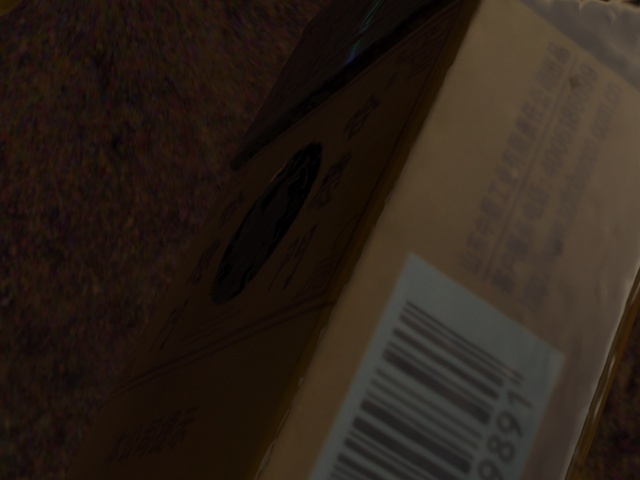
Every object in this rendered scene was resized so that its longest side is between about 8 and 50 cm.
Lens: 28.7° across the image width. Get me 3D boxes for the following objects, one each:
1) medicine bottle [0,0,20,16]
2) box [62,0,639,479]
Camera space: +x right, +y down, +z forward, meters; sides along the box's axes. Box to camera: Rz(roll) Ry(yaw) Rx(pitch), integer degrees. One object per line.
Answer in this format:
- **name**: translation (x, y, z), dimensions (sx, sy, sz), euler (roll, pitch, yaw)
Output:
- **medicine bottle**: translation (-0.321, -0.267, 0.823), dimensions (0.232, 0.238, 0.238), euler (2, 106, 6)
- **box**: translation (0.015, 0.028, 0.537), dimensions (0.116, 0.264, 0.415), euler (32, 65, -14)
